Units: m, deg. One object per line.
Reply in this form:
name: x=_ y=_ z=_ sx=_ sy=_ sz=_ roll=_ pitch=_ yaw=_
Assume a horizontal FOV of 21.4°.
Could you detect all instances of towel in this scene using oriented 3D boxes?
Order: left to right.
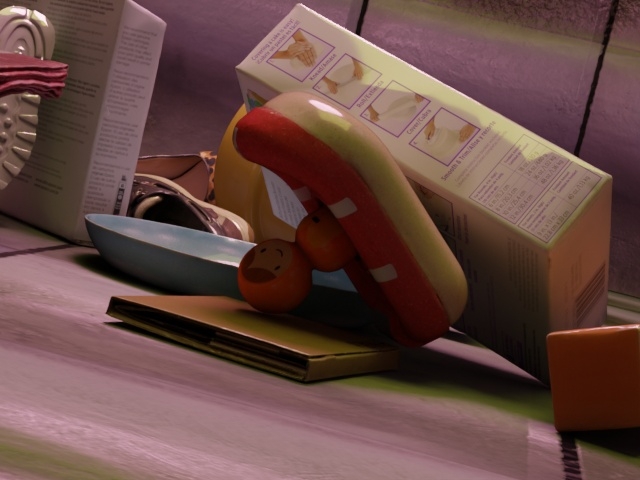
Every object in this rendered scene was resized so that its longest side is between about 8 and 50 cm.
towel: x=-0.419 y=-0.175 z=1.533 sx=0.329 sy=0.037 sz=0.237 roll=13 pitch=8 yaw=10

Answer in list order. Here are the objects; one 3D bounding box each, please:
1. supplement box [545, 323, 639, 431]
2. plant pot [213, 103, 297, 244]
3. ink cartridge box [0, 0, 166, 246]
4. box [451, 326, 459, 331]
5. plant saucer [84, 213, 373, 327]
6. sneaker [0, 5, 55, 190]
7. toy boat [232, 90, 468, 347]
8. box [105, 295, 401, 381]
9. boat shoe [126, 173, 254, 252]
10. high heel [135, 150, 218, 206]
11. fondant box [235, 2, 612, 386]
supplement box: x=0.251 y=0.105 z=1.319 sx=0.078 sy=0.080 sz=0.233 roll=-8 pitch=-5 yaw=27
plant pot: x=0.043 y=-0.052 z=1.947 sx=0.254 sy=0.254 sz=0.239 roll=11 pitch=20 yaw=-43
ink cartridge box: x=-0.286 y=-0.183 z=1.836 sx=0.071 sy=0.330 sz=0.324 roll=11 pitch=5 yaw=-38
box: x=0.093 y=-0.001 z=1.752 sx=0.203 sy=0.114 sz=0.103 roll=29 pitch=-6 yaw=3
plant saucer: x=-0.075 y=0.032 z=1.619 sx=0.317 sy=0.044 sz=0.317 roll=14 pitch=4 yaw=-1
sneaker: x=-0.339 y=-0.125 z=1.749 sx=0.090 sy=0.235 sz=0.095 roll=27 pitch=-24 yaw=-16
toy boat: x=0.000 y=0.000 z=1.332 sx=0.231 sy=0.151 sz=0.151 roll=57 pitch=-8 yaw=-14
box: x=-0.045 y=0.071 z=1.284 sx=0.164 sy=0.021 sz=0.201 roll=15 pitch=4 yaw=21
boat shoe: x=-0.177 y=-0.027 z=1.846 sx=0.223 sy=0.080 sz=0.073 roll=21 pitch=1 yaw=29
high heel: x=-0.207 y=-0.070 z=2.036 sx=0.261 sy=0.093 sz=0.186 roll=-10 pitch=-17 yaw=34
fondant box: x=0.093 y=-0.038 z=1.483 sx=0.330 sy=0.096 sz=0.238 roll=31 pitch=-23 yaw=24
